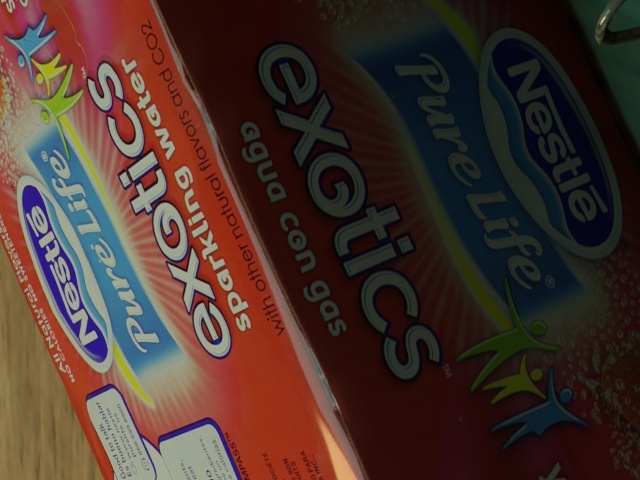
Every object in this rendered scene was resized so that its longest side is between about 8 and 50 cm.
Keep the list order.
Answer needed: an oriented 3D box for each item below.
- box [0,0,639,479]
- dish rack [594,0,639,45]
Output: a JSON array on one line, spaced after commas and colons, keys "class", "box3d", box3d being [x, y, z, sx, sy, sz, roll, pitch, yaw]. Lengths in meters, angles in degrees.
[{"class": "box", "box3d": [0.000, 0.000, 0.394, 0.128, 0.122, 0.257, -29, 85, 54]}, {"class": "dish rack", "box3d": [0.129, -0.065, 0.233, 0.271, 0.074, 0.208, 51, 140, 25]}]
